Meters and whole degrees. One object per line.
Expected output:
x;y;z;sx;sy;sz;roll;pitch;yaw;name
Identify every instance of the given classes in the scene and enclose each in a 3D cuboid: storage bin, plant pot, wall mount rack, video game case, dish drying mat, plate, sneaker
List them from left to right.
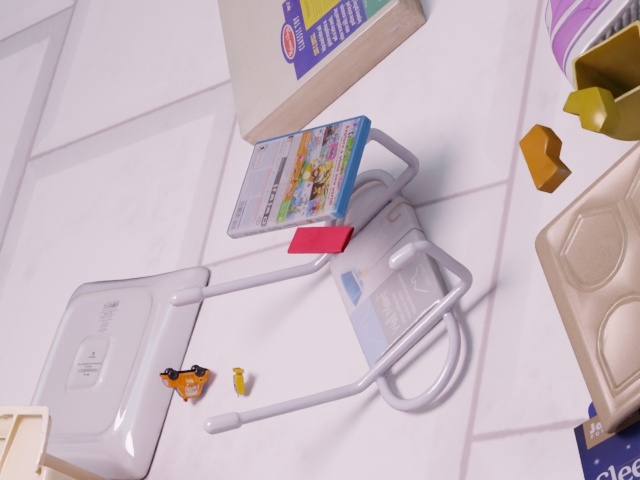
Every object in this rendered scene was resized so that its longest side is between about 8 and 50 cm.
-0.266;0.277;1.829;0.260;0.262;0.123;-6;60;48;storage bin
-0.272;0.160;2.115;0.277;0.045;0.278;-9;57;48;plate
-0.024;-0.066;1.803;0.166;0.015;0.119;-11;53;44;video game case
0.000;0.000;1.728;0.083;0.008;0.032;-2;60;49;dish drying mat
0.002;0.055;1.786;0.304;0.130;0.350;-44;36;19;wall mount rack
0.297;-0.140;1.615;0.081;0.083;0.081;-30;44;33;plant pot
0.326;-0.284;1.679;0.282;0.102;0.161;-42;35;21;sneaker

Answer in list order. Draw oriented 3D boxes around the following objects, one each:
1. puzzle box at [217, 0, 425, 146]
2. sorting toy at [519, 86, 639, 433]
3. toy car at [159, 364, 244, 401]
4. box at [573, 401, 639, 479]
-0.016;-0.327;2.165;0.272;0.052;0.409;-38;40;25;puzzle box
0.274;-0.016;1.475;0.229;0.041;0.307;-49;42;36;sorting toy
-0.135;0.165;1.938;0.122;0.060;0.041;0;96;58;toy car
0.284;0.192;1.422;0.136;0.036;0.225;-36;40;29;box
